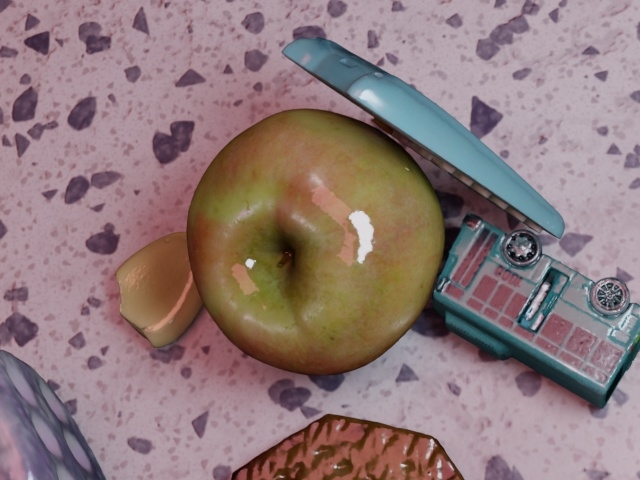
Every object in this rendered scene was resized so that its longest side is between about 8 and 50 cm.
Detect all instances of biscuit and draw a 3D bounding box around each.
[{"bbox_3d":[0.035,0.382,1.617,0.359,0.046,0.359,-4,70,10],"label":"biscuit"}]

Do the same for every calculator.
[{"bbox_3d":[0.138,-0.114,1.595,0.054,0.386,0.256,-53,34,3],"label":"calculator"}]

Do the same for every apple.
[{"bbox_3d":[0.000,0.000,1.626,0.319,0.277,0.319,3,96,28],"label":"apple"}]

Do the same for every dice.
[{"bbox_3d":[-0.422,0.309,1.617,0.271,0.270,0.270,-32,69,0],"label":"dice"}]

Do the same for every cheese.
[{"bbox_3d":[-0.171,0.016,1.787,0.127,0.050,0.255,36,80,22],"label":"cheese"}]

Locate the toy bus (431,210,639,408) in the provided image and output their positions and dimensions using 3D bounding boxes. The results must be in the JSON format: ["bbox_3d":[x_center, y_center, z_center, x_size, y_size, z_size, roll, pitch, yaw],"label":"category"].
[{"bbox_3d":[0.261,0.084,1.630,0.256,0.128,0.147,29,81,18],"label":"toy bus"}]
